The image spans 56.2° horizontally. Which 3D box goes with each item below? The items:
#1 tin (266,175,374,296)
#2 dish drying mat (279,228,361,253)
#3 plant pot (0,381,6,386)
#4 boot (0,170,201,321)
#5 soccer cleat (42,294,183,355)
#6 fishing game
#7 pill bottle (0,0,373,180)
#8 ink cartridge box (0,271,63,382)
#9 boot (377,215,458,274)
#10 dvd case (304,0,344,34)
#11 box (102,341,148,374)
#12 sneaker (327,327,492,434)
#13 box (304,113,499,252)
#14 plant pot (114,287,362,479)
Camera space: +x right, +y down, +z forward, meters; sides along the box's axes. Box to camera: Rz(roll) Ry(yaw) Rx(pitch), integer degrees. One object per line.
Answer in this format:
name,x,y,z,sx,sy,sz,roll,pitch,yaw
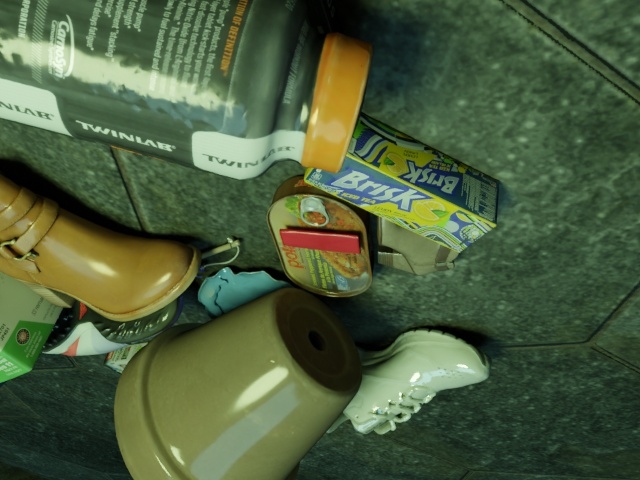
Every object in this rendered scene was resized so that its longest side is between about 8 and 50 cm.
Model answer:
tin,0.003,0.000,0.661,0.106,0.040,0.190,2,144,10
dish drying mat,0.000,0.000,0.624,0.083,0.008,0.032,5,145,12
plant pot,-0.601,0.146,0.928,0.235,0.212,0.236,14,147,1
boot,-0.301,-0.011,0.710,0.283,0.109,0.220,1,141,30
soccer cleat,-0.295,0.112,0.888,0.318,0.109,0.116,-17,157,34
fishing game,-0.077,0.095,0.826,0.189,0.041,0.264,-23,124,41
pill bottle,-0.093,-0.115,0.388,0.245,0.131,0.130,15,146,-2
ink cartridge box,-0.454,0.064,0.784,0.086,0.153,0.208,-20,129,24
boot,0.102,-0.006,0.620,0.086,0.042,0.118,1,146,8
dvd case,-0.118,-0.191,0.431,0.238,0.030,0.179,0,144,21
box,-0.297,0.261,1.145,0.114,0.036,0.207,-12,138,33
sneaker,0.106,0.209,0.847,0.297,0.129,0.111,-23,130,40
box,0.075,-0.053,0.542,0.168,0.054,0.059,24,145,-14
plant pot,-0.077,0.178,0.732,0.263,0.263,0.229,35,118,-28
